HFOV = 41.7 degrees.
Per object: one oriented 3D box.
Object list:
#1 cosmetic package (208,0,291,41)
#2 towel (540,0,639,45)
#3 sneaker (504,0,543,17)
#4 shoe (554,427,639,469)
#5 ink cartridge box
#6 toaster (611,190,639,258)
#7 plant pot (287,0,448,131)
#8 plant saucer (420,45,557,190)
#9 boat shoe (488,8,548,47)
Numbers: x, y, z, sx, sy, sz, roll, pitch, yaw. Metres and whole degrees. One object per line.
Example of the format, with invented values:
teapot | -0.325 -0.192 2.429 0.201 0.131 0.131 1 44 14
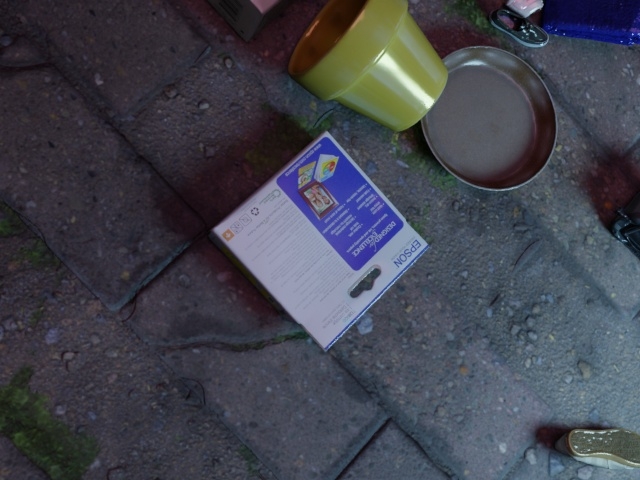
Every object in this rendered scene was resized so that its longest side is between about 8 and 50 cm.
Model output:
cosmetic package | -0.070 -0.542 1.632 0.129 0.153 0.296 47 71 -4
towel | 0.625 -0.575 1.845 0.228 0.076 0.308 13 75 20
sneaker | 0.465 -0.540 1.833 0.070 0.051 0.134 42 76 -7
shoe | 0.574 0.419 1.694 0.219 0.058 0.076 12 57 -17
ink cartridge box | 0.000 0.000 1.601 0.303 0.072 0.307 -43 95 -19
toaster | 0.728 -0.031 1.777 0.227 0.129 0.146 43 68 -2
plant pot | 0.106 -0.342 1.608 0.239 0.254 0.254 37 72 -22
plant saucer | 0.344 -0.250 1.748 0.311 0.050 0.310 3 79 -14
boat shoe | 0.430 -0.457 1.808 0.142 0.040 0.049 22 90 -9
